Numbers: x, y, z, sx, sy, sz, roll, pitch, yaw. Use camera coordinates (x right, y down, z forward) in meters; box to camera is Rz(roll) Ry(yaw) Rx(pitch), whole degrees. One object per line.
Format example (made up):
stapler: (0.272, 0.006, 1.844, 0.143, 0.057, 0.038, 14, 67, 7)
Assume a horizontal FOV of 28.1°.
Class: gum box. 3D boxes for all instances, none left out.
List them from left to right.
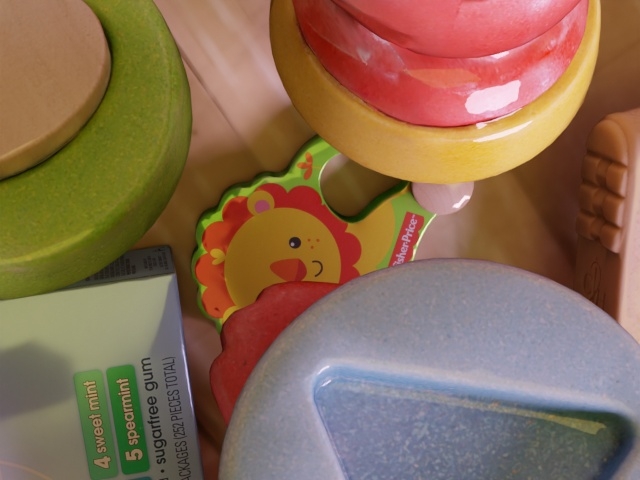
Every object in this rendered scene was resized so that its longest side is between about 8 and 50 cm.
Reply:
gum box: (-0.138, 0.094, 0.494, 0.184, 0.041, 0.156, -8, 106, -7)

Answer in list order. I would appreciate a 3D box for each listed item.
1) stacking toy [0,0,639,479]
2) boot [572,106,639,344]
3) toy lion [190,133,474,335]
stacking toy: (-0.030, -0.004, 0.377, 0.280, 0.130, 0.308, -1, 73, -5)
boot: (0.194, 0.057, 0.522, 0.207, 0.090, 0.248, -1, 112, -16)
toy lion: (0.000, 0.000, 0.503, 0.096, 0.034, 0.100, 18, 101, -7)
